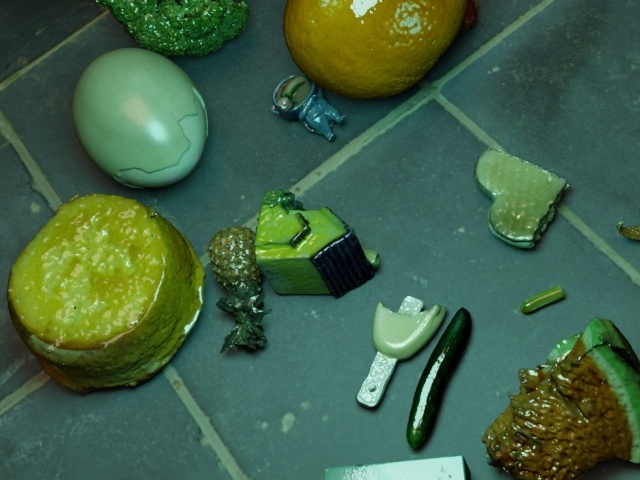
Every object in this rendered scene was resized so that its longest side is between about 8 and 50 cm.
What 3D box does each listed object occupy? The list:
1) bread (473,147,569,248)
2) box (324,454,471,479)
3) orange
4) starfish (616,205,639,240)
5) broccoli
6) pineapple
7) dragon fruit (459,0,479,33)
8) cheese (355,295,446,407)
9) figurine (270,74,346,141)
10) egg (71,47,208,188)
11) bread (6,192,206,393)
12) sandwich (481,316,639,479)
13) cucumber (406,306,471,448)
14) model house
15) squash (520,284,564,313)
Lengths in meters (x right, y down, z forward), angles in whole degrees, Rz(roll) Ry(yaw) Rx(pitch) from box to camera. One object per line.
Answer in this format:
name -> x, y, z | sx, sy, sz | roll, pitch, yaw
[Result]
bread -> 0.395, -0.090, 1.766 | 0.172, 0.064, 0.232 | -18, 60, 5
box -> 0.133, 0.454, 1.522 | 0.244, 0.092, 0.153 | -9, 60, 11
orange -> 0.122, -0.491, 1.884 | 0.326, 0.424, 0.424 | 35, 70, -16
starfish -> 0.640, -0.024, 1.654 | 0.189, 0.074, 0.146 | -16, 58, 7
broccoli -> -0.334, -0.578, 2.100 | 0.413, 0.321, 0.310 | -24, 7, -42
pineapple -> -0.154, 0.100, 1.790 | 0.125, 0.125, 0.251 | -13, 65, 8
dragon fruit -> 0.310, -0.504, 2.010 | 0.086, 0.081, 0.116 | 0, 32, 21
cheese -> 0.134, 0.203, 1.685 | 0.127, 0.050, 0.235 | 19, 70, 21
figurine -> -0.030, -0.296, 1.958 | 0.178, 0.144, 0.114 | 38, 92, 18
egg -> -0.377, -0.248, 1.940 | 0.278, 0.278, 0.336 | -32, 55, -3
bread -> -0.428, 0.106, 1.802 | 0.397, 0.215, 0.399 | -5, 66, 11
sandwich -> 0.403, 0.288, 1.511 | 0.301, 0.250, 0.162 | -32, 15, 7
cucumber -> 0.213, 0.241, 1.640 | 0.056, 0.056, 0.284 | 16, 67, 23
model house -> 0.000, 0.000, 1.750 | 0.211, 0.194, 0.170 | 2, 60, 18
squash -> 0.406, 0.110, 1.674 | 0.083, 0.027, 0.028 | -23, 58, 2
